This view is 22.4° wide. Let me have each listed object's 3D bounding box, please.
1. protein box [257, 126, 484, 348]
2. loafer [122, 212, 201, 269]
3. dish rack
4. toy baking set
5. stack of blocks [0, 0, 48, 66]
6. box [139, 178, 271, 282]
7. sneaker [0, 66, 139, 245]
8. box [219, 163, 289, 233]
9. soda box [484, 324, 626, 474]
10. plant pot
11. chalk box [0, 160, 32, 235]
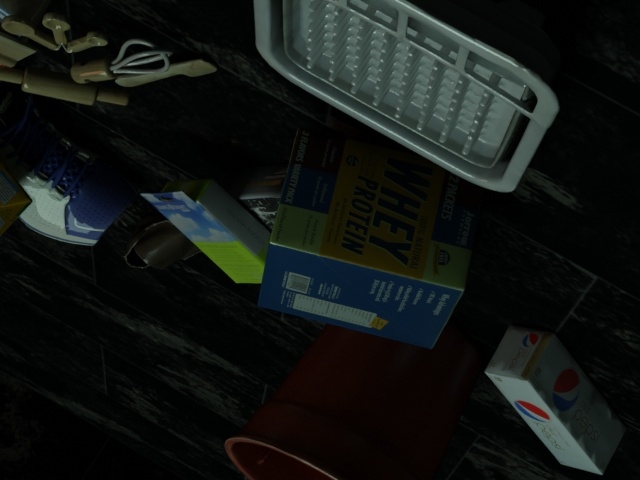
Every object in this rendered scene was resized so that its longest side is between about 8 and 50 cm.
[{"bbox_3d":[0.051,0.002,1.708,0.201,0.136,0.200,14,158,0],"label":"protein box"},{"bbox_3d":[-0.208,0.006,2.215,0.080,0.078,0.220,37,158,-14],"label":"loafer"},{"bbox_3d":[0.077,-0.170,1.409,0.285,0.072,0.333,29,167,6],"label":"dish rack"},{"bbox_3d":[-0.254,-0.190,1.771,0.256,0.030,0.197,12,164,-20],"label":"toy baking set"},{"bbox_3d":[-0.410,-0.280,1.853,0.171,0.087,0.297,36,158,-10],"label":"stack of blocks"},{"bbox_3d":[-0.122,-0.016,1.948,0.178,0.042,0.109,44,156,-26],"label":"box"},{"bbox_3d":[-0.394,-0.124,2.120,0.315,0.127,0.182,34,161,0],"label":"sneaker"},{"bbox_3d":[0.000,0.000,1.951,0.231,0.056,0.183,43,155,-26],"label":"box"},{"bbox_3d":[0.288,0.195,1.960,0.069,0.074,0.216,9,149,45],"label":"soda box"},{"bbox_3d":[0.062,0.220,2.062,0.272,0.265,0.272,28,159,12],"label":"plant pot"},{"bbox_3d":[-0.500,-0.062,2.097,0.213,0.132,0.132,11,144,52],"label":"chalk box"}]
